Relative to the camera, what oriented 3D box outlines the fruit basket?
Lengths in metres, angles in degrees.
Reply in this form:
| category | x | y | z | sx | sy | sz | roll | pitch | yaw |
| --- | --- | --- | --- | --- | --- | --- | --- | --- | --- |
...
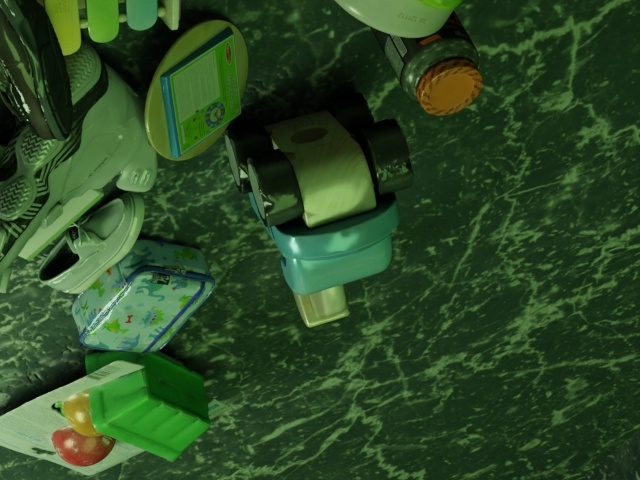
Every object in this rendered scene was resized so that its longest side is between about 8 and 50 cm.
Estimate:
| category | x | y | z | sx | sy | sz | roll | pitch | yaw |
| --- | --- | --- | --- | --- | --- | --- | --- | --- | --- |
| fruit basket | -0.394 | 0.316 | 2.340 | 0.353 | 0.165 | 0.327 | -22 | 147 | 26 |

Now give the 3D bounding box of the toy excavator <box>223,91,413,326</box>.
| category | x | y | z | sx | sy | sz | roll | pitch | yaw |
| --- | --- | --- | --- | --- | --- | --- | --- | --- | --- |
| toy excavator | 0.000 | 0.000 | 2.027 | 0.222 | 0.433 | 0.445 | -16 | 115 | -10 |

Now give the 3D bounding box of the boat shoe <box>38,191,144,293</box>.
| category | x | y | z | sx | sy | sz | roll | pitch | yaw |
| --- | --- | --- | --- | --- | --- | --- | --- | --- | --- |
| boat shoe | -0.357 | 0.005 | 1.990 | 0.081 | 0.079 | 0.227 | 11 | 135 | -44 |

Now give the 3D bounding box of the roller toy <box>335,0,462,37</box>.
| category | x | y | z | sx | sy | sz | roll | pitch | yaw |
| --- | --- | --- | --- | --- | --- | --- | --- | --- | --- |
| roller toy | 0.101 | -0.363 | 1.681 | 0.191 | 0.209 | 0.146 | 31 | 128 | -2 |

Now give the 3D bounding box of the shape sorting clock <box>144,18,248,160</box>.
| category | x | y | z | sx | sy | sz | roll | pitch | yaw |
| --- | --- | --- | --- | --- | --- | --- | --- | --- | --- |
| shape sorting clock | -0.171 | -0.208 | 1.788 | 0.206 | 0.040 | 0.206 | -37 | 143 | -34 |

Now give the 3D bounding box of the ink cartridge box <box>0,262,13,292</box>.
| category | x | y | z | sx | sy | sz | roll | pitch | yaw |
| --- | --- | --- | --- | --- | --- | --- | --- | --- | --- |
| ink cartridge box | -0.512 | 0.018 | 1.844 | 0.146 | 0.179 | 0.045 | 10 | 107 | -15 |

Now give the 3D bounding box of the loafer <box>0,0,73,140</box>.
| category | x | y | z | sx | sy | sz | roll | pitch | yaw |
| --- | --- | --- | --- | --- | --- | --- | --- | --- | --- |
| loafer | -0.373 | -0.240 | 1.532 | 0.095 | 0.109 | 0.302 | -4 | 137 | 6 |

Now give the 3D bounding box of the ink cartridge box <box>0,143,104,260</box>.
| category | x | y | z | sx | sy | sz | roll | pitch | yaw |
| --- | --- | --- | --- | --- | --- | --- | --- | --- | --- |
| ink cartridge box | -0.454 | -0.073 | 1.860 | 0.171 | 0.056 | 0.235 | -38 | 139 | 19 |

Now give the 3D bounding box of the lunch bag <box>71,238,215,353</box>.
| category | x | y | z | sx | sy | sz | roll | pitch | yaw |
| --- | --- | --- | --- | --- | --- | --- | --- | --- | --- |
| lunch bag | -0.289 | 0.096 | 2.137 | 0.176 | 0.090 | 0.219 | 13 | 132 | -43 |

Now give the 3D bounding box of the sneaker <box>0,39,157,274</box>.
| category | x | y | z | sx | sy | sz | roll | pitch | yaw |
| --- | --- | --- | --- | --- | --- | --- | --- | --- | --- |
| sneaker | -0.349 | -0.078 | 1.762 | 0.210 | 0.137 | 0.365 | 25 | 93 | -50 |

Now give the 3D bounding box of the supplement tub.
| category | x | y | z | sx | sy | sz | roll | pitch | yaw |
| --- | --- | --- | --- | --- | --- | --- | --- | --- | --- |
| supplement tub | 0.150 | -0.273 | 1.818 | 0.117 | 0.190 | 0.117 | -15 | 144 | -12 |

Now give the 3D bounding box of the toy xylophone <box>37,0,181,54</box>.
| category | x | y | z | sx | sy | sz | roll | pitch | yaw |
| --- | --- | --- | --- | --- | --- | --- | --- | --- | --- |
| toy xylophone | -0.333 | -0.324 | 1.585 | 0.323 | 0.081 | 0.236 | -17 | 143 | -9 |
